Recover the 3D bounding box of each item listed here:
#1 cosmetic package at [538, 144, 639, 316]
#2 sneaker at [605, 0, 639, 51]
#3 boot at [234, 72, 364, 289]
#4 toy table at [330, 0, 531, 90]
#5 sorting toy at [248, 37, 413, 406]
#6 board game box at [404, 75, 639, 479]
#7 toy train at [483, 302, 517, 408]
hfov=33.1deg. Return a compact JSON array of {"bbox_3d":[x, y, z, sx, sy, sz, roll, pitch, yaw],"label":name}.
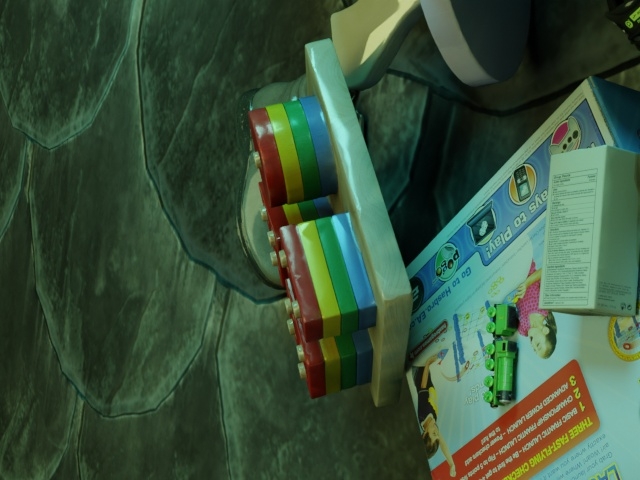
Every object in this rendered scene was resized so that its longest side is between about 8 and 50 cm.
[{"bbox_3d":[0.191,-0.005,0.758,0.060,0.041,0.115,-4,77,61],"label":"cosmetic package"},{"bbox_3d":[0.259,-0.158,0.819,0.067,0.078,0.188,-49,55,42],"label":"sneaker"},{"bbox_3d":[-0.019,-0.072,1.194,0.161,0.083,0.246,-10,85,47],"label":"boot"},{"bbox_3d":[0.072,-0.265,0.947,0.161,0.252,0.274,-5,80,37],"label":"toy table"},{"bbox_3d":[0.000,0.000,0.976,0.257,0.089,0.255,87,169,-63],"label":"sorting toy"},{"bbox_3d":[0.194,0.086,0.858,0.308,0.086,0.302,-50,41,42],"label":"board game box"},{"bbox_3d":[0.142,0.090,0.842,0.023,0.017,0.083,-10,72,48],"label":"toy train"}]
